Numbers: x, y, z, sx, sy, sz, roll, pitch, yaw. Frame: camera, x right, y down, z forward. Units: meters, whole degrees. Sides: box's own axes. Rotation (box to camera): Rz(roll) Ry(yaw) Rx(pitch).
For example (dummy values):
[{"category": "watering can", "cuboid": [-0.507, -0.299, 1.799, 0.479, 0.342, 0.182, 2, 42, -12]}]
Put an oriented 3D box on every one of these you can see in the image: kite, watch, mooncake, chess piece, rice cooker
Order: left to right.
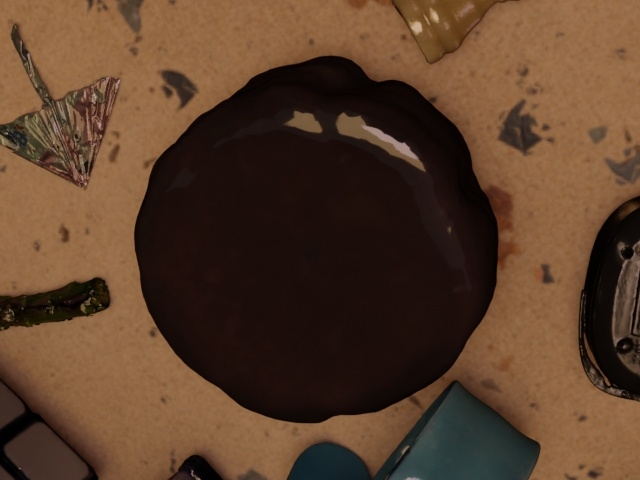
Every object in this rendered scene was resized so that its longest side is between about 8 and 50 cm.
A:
[{"category": "kite", "cuboid": [-0.236, -0.116, 0.954, 0.139, 0.011, 0.156, -23, 97, 11]}, {"category": "mooncake", "cuboid": [0.000, 0.000, 0.862, 0.283, 0.141, 0.283, 5, 110, 14]}, {"category": "watch", "cuboid": [0.080, 0.216, 0.862, 0.211, 0.211, 0.193, 35, 123, 3]}, {"category": "chess piece", "cuboid": [0.120, -0.195, 0.843, 0.122, 0.066, 0.066, -31, 94, 10]}, {"category": "rice cooker", "cuboid": [0.259, 0.045, 0.839, 0.112, 0.106, 0.165, 7, 91, 6]}]

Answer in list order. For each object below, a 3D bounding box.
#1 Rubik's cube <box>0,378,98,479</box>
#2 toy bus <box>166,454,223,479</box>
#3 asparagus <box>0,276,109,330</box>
[{"category": "Rubik's cube", "cuboid": [-0.458, 0.248, 0.887, 0.337, 0.344, 0.344, 43, 108, 2]}, {"category": "toy bus", "cuboid": [-0.221, 0.418, 0.928, 0.440, 0.249, 0.209, -41, 91, 15]}, {"category": "asparagus", "cuboid": [-0.269, 0.062, 0.983, 0.165, 0.030, 0.036, -8, 108, 12]}]
